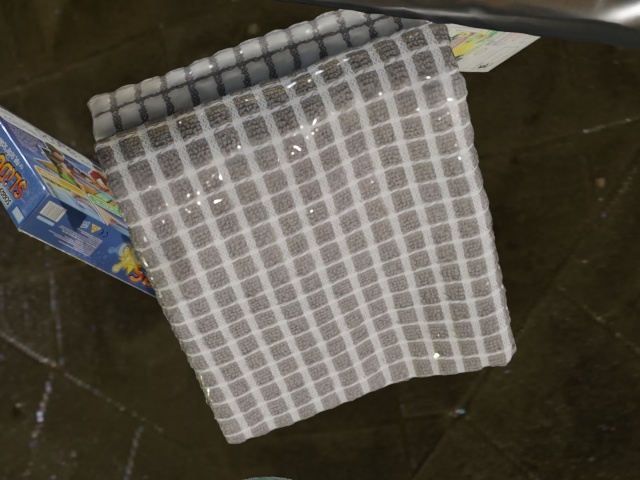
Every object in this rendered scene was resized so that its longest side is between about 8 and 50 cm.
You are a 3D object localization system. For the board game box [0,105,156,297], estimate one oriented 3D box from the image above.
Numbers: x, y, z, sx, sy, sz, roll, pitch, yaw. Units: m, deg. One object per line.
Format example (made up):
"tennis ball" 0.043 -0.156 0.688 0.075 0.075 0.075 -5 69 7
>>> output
"board game box" -0.171 -0.022 0.927 0.035 0.201 0.136 -48 49 8

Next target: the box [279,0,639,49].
"box" 0.125 -0.329 0.401 0.471 0.297 0.480 24 127 56

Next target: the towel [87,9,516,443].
"towel" 0.000 0.000 0.817 0.235 0.284 0.121 -22 38 -3

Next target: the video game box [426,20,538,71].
"video game box" 0.176 -0.236 1.236 0.205 0.187 0.048 -31 75 44

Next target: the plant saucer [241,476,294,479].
"plant saucer" -0.046 0.220 0.631 0.195 0.037 0.195 -26 41 25
